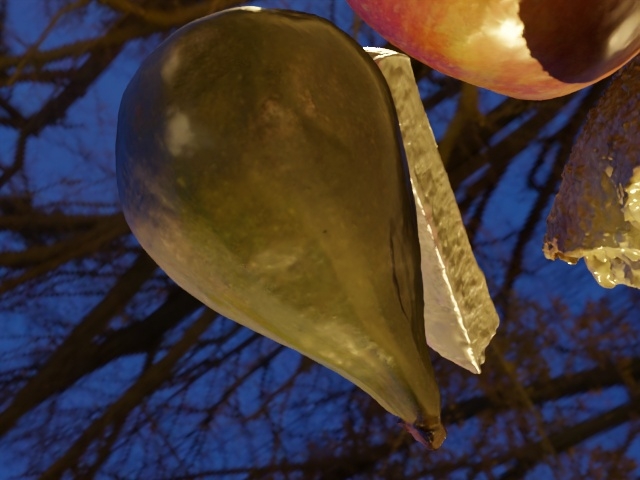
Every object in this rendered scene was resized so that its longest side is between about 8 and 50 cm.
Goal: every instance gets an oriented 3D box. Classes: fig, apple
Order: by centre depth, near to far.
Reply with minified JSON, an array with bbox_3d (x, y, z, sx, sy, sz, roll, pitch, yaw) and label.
[{"bbox_3d":[-0.018,0.000,0.565,0.127,0.133,0.184,-5,-102,-6],"label":"fig"},{"bbox_3d":[0.136,-0.263,0.940,0.301,0.301,0.301,27,-136,-29],"label":"apple"}]

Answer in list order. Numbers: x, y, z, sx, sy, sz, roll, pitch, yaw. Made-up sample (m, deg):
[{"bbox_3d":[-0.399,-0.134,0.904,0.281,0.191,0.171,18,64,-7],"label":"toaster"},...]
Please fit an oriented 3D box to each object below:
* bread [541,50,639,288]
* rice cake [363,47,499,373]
[{"bbox_3d":[0.250,-0.053,0.813,0.171,0.314,0.192,16,-90,-8],"label":"bread"},{"bbox_3d":[0.091,-0.024,1.250,0.064,0.070,0.399,-54,-39,-28],"label":"rice cake"}]
